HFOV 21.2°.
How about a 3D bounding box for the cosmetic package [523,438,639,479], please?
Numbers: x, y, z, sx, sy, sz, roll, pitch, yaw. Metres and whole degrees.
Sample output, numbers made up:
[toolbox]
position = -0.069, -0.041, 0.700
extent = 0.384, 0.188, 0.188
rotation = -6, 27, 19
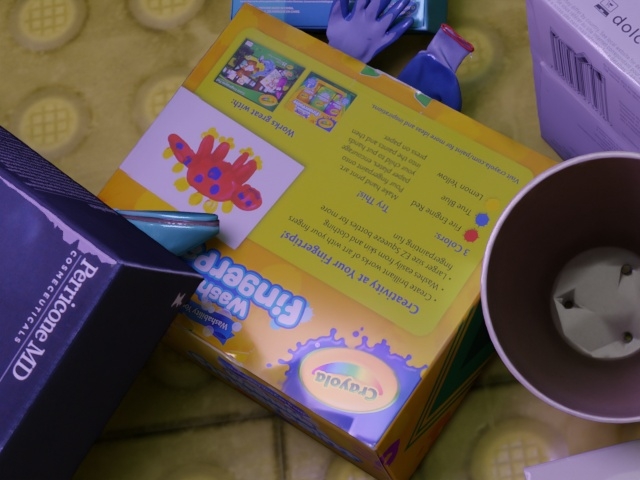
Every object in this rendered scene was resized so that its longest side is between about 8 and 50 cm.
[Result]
[cosmetic package]
position = 0.369, 0.259, 1.707
extent = 0.309, 0.160, 0.113
rotation = -16, 64, 5

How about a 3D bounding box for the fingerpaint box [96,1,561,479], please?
[fingerpaint box]
position = 0.000, 0.000, 1.897
extent = 0.444, 0.163, 0.371
rotation = 29, 75, 24

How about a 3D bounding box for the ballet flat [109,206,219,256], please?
[ballet flat]
position = -0.221, 0.000, 1.826
extent = 0.247, 0.083, 0.087
rotation = 8, 93, 18

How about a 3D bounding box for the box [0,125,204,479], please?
[box]
position = -0.376, 0.041, 1.718
extent = 0.395, 0.212, 0.293
rotation = 35, 96, 17

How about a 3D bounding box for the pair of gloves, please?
[pair of gloves]
position = 0.089, -0.212, 1.984
extent = 0.198, 0.159, 0.023
rotation = 36, 40, 1

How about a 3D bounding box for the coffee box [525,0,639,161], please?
[coffee box]
position = 0.452, -0.180, 1.796
extent = 0.334, 0.338, 0.338
rotation = -37, 64, -8

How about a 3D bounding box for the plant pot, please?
[plant pot]
position = 0.294, 0.057, 1.738
extent = 0.256, 0.274, 0.257
rotation = -1, 84, 7

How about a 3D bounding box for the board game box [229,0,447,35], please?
[board game box]
position = 0.029, -0.415, 2.041
extent = 0.253, 0.079, 0.336
rotation = 4, 92, 22
